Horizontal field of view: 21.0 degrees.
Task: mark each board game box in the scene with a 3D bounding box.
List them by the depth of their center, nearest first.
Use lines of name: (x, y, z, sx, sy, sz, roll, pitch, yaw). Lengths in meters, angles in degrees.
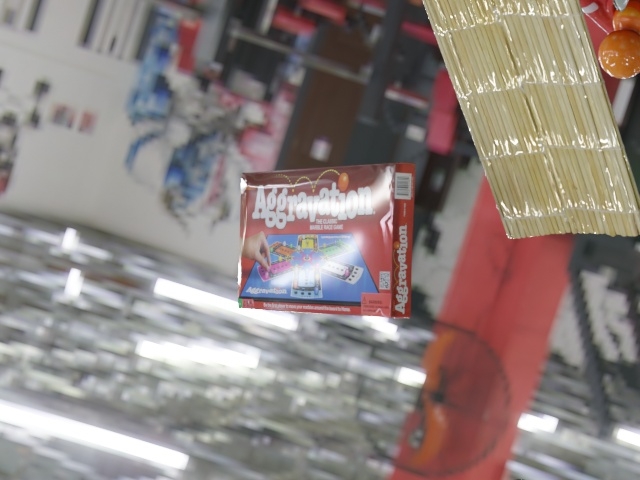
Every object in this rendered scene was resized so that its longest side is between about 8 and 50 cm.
board game box: (0.000, 0.000, 1.702, 0.027, 0.145, 0.281, 4, 178, -33)

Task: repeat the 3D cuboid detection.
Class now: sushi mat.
sushi mat: (0.183, -0.135, 1.518, 0.151, 0.316, 0.019, 2, -145, 40)

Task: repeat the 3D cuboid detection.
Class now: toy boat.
toy boat: (0.383, -0.264, 2.110, 0.231, 0.151, 0.151, 35, 154, -31)

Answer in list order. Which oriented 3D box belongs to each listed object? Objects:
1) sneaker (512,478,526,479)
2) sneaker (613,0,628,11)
sneaker: (0.287, 0.388, 2.231, 0.067, 0.188, 0.078, -29, -165, -13)
sneaker: (0.338, -0.434, 1.939, 0.146, 0.330, 0.122, -22, -157, 16)
